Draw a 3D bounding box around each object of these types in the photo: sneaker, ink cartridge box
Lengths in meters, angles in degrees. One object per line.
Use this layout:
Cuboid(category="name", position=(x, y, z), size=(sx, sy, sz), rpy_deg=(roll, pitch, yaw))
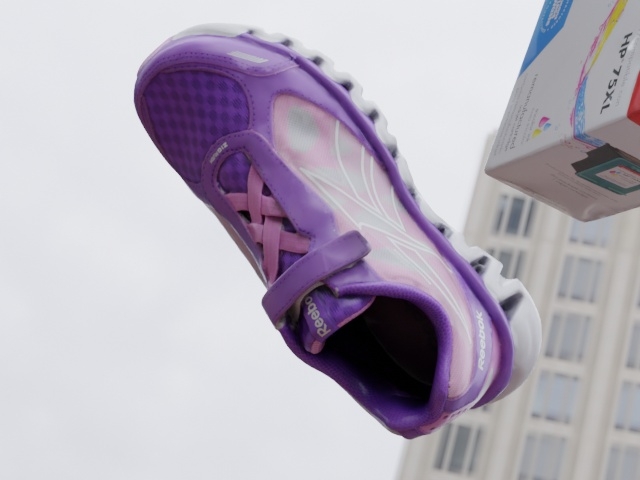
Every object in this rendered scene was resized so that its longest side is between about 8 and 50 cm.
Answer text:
Cuboid(category="sneaker", position=(0.000, 0.000, 0.834), size=(0.236, 0.104, 0.095), rpy_deg=(46, -58, -2))
Cuboid(category="ink cartridge box", position=(0.193, -0.099, 0.989), size=(0.078, 0.134, 0.231), rpy_deg=(26, -18, -17))
